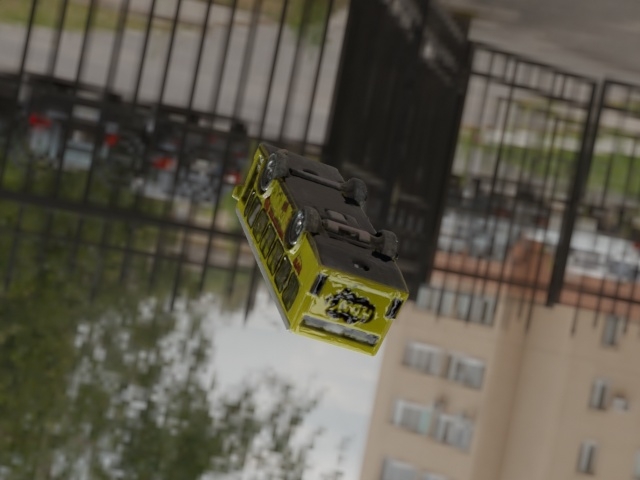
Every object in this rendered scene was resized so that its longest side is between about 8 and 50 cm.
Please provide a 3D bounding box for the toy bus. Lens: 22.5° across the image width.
[{"bbox_3d":[0.000,0.000,1.160,0.081,0.074,0.226,16,-161,-21],"label":"toy bus"}]
